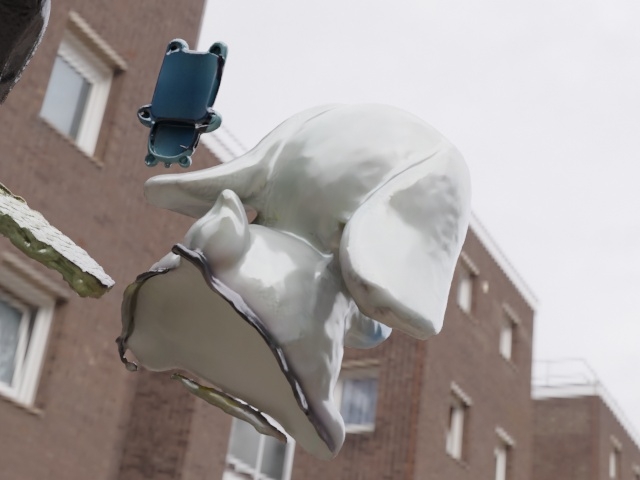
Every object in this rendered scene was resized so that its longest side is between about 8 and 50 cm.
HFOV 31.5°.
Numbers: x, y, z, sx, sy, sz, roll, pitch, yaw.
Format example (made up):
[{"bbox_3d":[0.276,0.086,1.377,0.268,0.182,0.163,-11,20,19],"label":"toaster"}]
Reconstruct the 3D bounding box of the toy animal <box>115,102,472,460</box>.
[{"bbox_3d":[-0.019,0.003,0.854,0.249,0.289,0.174,9,-48,13],"label":"toy animal"}]

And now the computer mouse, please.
[{"bbox_3d":[-0.405,-0.257,1.382,0.122,0.073,0.217,35,-76,-2],"label":"computer mouse"}]

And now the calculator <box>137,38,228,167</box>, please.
[{"bbox_3d":[-0.137,-0.137,1.138,0.094,0.141,0.019,7,-16,21],"label":"calculator"}]

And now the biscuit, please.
[{"bbox_3d":[-0.364,-0.023,1.376,0.273,0.036,0.187,38,1,-5],"label":"biscuit"}]
